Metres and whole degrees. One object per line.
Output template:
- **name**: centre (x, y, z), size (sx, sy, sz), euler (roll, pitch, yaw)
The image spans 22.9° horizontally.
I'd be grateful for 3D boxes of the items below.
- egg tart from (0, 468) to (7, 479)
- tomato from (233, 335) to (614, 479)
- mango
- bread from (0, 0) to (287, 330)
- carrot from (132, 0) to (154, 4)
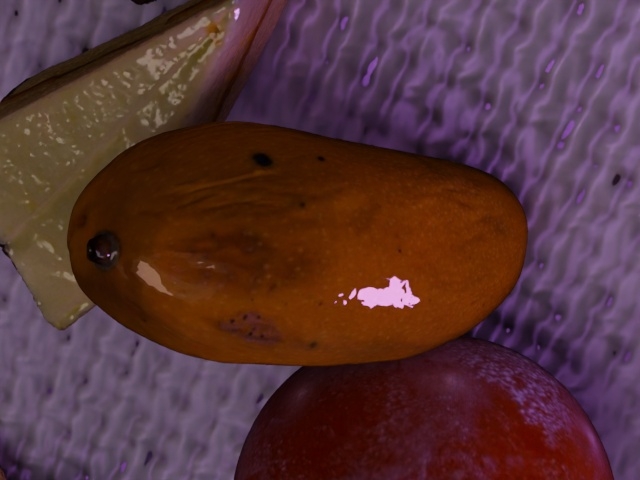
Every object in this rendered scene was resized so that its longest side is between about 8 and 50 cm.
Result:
- **egg tart**: centre (-0.319, 0.213, 1.373), size (0.130, 0.052, 0.130), euler (8, 117, 16)
- **tomato**: centre (0.070, 0.178, 1.103), size (0.270, 0.227, 0.270), euler (3, 143, 2)
- **mango**: centre (0.004, 0.002, 1.004), size (0.187, 0.359, 0.144), euler (39, 121, 47)
- **bread**: centre (-0.101, -0.068, 1.096), size (0.264, 0.167, 0.163), euler (-22, 105, 26)
- **carrot**: centre (-0.141, -0.211, 1.125), size (0.032, 0.032, 0.093), euler (-20, 102, 27)
